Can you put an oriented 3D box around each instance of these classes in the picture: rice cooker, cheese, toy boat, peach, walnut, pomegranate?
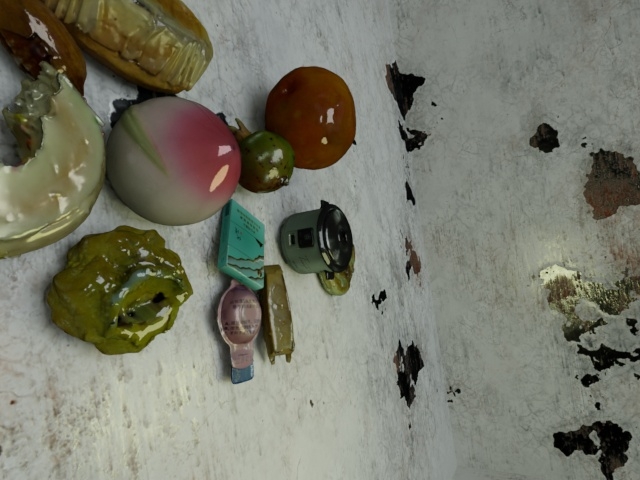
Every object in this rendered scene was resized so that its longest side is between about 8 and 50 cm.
[{"bbox_3d":[0.000,0.000,1.452,0.241,0.226,0.281,14,71,-58],"label":"rice cooker"},{"bbox_3d":[-0.224,0.252,1.161,0.188,0.074,0.286,8,76,-58],"label":"cheese"},{"bbox_3d":[-0.141,0.229,1.275,0.089,0.115,0.311,-8,86,-17],"label":"toy boat"},{"bbox_3d":[-0.040,-0.419,1.400,0.301,0.342,0.343,28,59,-51],"label":"peach"},{"bbox_3d":[-0.529,-0.367,0.784,0.207,0.115,0.116,62,35,-42],"label":"walnut"},{"bbox_3d":[-0.188,-0.260,1.246,0.246,0.198,0.198,60,36,-19],"label":"pomegranate"}]

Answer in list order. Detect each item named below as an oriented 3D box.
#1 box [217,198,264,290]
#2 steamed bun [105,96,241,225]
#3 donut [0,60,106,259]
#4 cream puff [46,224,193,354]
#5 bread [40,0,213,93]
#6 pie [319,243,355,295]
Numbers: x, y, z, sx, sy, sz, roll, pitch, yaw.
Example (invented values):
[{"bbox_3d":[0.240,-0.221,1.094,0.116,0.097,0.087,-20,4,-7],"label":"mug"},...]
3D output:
[{"bbox_3d":[-0.225,0.012,1.205,0.162,0.041,0.230,42,35,-46],"label":"box"},{"bbox_3d":[-0.303,-0.184,0.934,0.309,0.309,0.310,22,64,-56],"label":"steamed bun"},{"bbox_3d":[-0.531,-0.125,0.666,0.371,0.150,0.308,-39,116,-56],"label":"donut"},{"bbox_3d":[-0.380,0.097,0.835,0.281,0.185,0.282,28,56,-52],"label":"cream puff"},{"bbox_3d":[-0.430,-0.492,0.927,0.388,0.183,0.236,28,39,-47],"label":"bread"},{"bbox_3d":[0.066,0.083,1.703,0.302,0.066,0.303,24,63,-57],"label":"pie"}]
